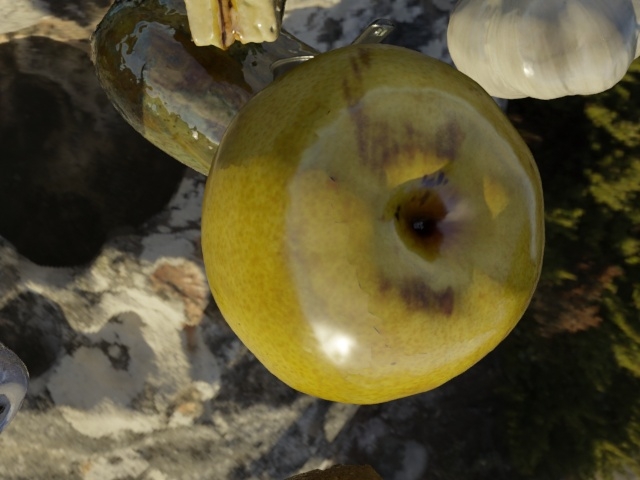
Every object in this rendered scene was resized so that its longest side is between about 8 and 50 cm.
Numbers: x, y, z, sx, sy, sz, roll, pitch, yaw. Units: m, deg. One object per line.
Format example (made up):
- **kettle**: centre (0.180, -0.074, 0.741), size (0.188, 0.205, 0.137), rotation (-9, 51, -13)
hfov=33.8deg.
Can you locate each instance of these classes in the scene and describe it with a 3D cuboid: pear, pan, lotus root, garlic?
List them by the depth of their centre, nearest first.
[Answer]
- **pear**: centre (0.024, -0.009, 0.631), size (0.209, 0.209, 0.209), rotation (-6, 103, -27)
- **garlic**: centre (0.253, -0.214, 1.134), size (0.229, 0.143, 0.178), rotation (-20, 126, 21)
- **pan**: centre (0.025, -0.192, 1.165), size (0.136, 0.235, 0.028), rotation (6, 79, -18)
- **lotus root**: centre (-0.145, -0.216, 1.426), size (0.346, 0.250, 0.250), rotation (33, 84, -6)

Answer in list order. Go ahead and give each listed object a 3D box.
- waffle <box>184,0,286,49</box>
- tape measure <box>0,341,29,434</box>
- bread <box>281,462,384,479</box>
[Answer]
- **waffle**: centre (-0.101, -0.402, 1.192), size (0.114, 0.376, 0.261), rotation (-4, 127, 6)
- **tape measure**: centre (-0.451, 0.206, 1.288), size (0.120, 0.236, 0.197), rotation (39, 85, 15)
- **bread**: centre (-0.039, 0.454, 1.478), size (0.279, 0.250, 0.225), rotation (-2, 108, 11)
